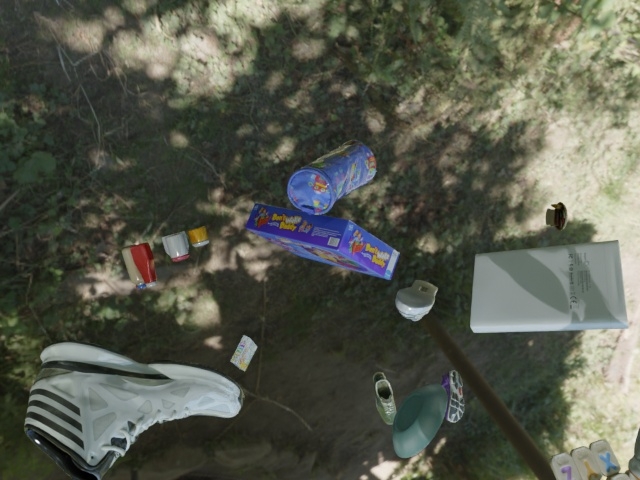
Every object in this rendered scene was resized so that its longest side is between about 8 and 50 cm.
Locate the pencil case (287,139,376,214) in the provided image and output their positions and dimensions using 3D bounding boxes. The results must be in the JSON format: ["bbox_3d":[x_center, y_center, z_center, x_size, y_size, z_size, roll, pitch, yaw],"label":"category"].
[{"bbox_3d":[0.037,-0.159,1.295,0.306,0.120,0.133,-40,139,-55],"label":"pencil case"}]

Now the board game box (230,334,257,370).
[{"bbox_3d":[-0.281,0.419,1.907,0.154,0.026,0.103,80,34,-66],"label":"board game box"}]

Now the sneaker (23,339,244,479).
[{"bbox_3d":[-0.384,0.389,1.089,0.448,0.257,0.169,18,137,-22],"label":"sneaker"}]

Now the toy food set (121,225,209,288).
[{"bbox_3d":[-0.357,0.047,1.164,0.232,0.104,0.111,-13,-173,17],"label":"toy food set"}]

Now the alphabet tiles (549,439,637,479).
[{"bbox_3d":[0.579,0.551,1.020,0.284,0.277,0.021,-4,152,-24],"label":"alphabet tiles"}]

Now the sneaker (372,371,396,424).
[{"bbox_3d":[0.230,0.570,1.839,0.064,0.192,0.086,-14,176,-3],"label":"sneaker"}]

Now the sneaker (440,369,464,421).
[{"bbox_3d":[0.422,0.509,1.676,0.068,0.169,0.071,34,136,-23],"label":"sneaker"}]

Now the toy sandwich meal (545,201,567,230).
[{"bbox_3d":[0.619,-0.064,1.353,0.029,0.085,0.085,0,137,4],"label":"toy sandwich meal"}]

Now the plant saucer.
[{"bbox_3d":[0.223,0.418,1.227,0.037,0.195,0.195,36,113,-9],"label":"plant saucer"}]

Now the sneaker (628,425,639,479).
[{"bbox_3d":[0.666,0.381,0.862,0.099,0.263,0.120,5,91,-46],"label":"sneaker"}]

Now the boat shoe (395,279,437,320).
[{"bbox_3d":[0.254,0.172,1.366,0.258,0.095,0.084,-11,121,-63],"label":"boat shoe"}]

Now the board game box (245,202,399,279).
[{"bbox_3d":[0.000,0.000,1.364,0.233,0.347,0.078,30,78,-46],"label":"board game box"}]

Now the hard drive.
[{"bbox_3d":[0.570,0.120,1.315,0.353,0.233,0.047,-8,140,31],"label":"hard drive"}]
